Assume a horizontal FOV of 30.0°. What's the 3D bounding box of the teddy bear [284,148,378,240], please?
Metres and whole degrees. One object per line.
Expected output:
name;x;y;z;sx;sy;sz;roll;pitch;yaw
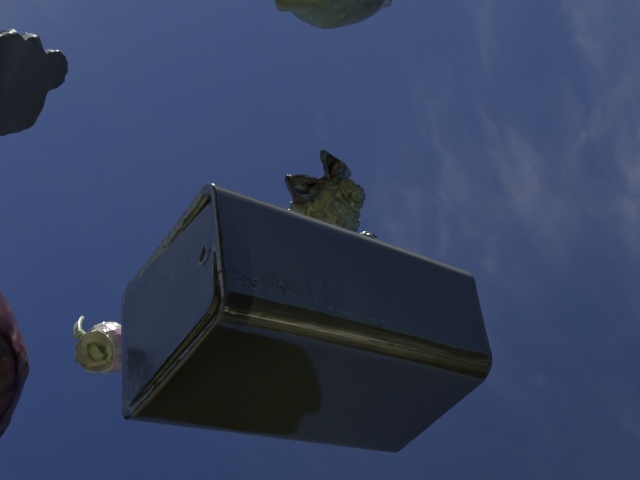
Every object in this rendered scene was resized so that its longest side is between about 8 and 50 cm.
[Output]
teddy bear;0.008;0.018;1.286;0.133;0.213;0.111;-17;-129;-14

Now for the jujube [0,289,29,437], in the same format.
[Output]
jujube;-0.330;0.076;0.891;0.243;0.183;0.183;9;-100;45

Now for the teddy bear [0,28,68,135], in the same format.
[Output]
teddy bear;-0.440;-0.215;1.366;0.251;0.171;0.144;19;-74;18

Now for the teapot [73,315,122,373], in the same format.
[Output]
teapot;-0.269;0.125;1.442;0.083;0.064;0.064;43;-84;6

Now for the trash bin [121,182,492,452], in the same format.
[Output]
trash bin;-0.010;0.070;0.917;0.164;0.240;0.122;-49;-143;41

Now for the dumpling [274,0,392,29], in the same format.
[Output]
dumpling;0.024;-0.328;1.438;0.108;0.219;0.153;24;-64;36
